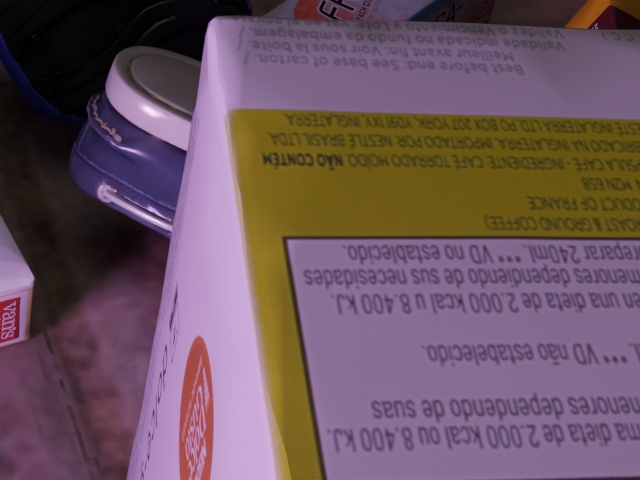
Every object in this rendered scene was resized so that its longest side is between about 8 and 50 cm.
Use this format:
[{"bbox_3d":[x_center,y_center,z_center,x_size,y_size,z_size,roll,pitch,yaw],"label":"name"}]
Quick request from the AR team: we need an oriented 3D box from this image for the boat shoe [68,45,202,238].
[{"bbox_3d":[0.000,0.000,0.816,0.254,0.079,0.095,26,30,-8],"label":"boat shoe"}]

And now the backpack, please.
[{"bbox_3d":[-0.112,-0.114,0.896,0.120,0.101,0.098,-38,99,-14],"label":"backpack"}]

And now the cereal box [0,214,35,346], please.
[{"bbox_3d":[-0.273,0.002,0.782,0.240,0.047,0.173,-16,52,-26],"label":"cereal box"}]

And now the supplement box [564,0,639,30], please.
[{"bbox_3d":[0.169,0.026,0.752,0.191,0.129,0.194,25,40,-20],"label":"supplement box"}]

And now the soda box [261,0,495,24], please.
[{"bbox_3d":[0.031,-0.122,0.963,0.058,0.063,0.183,33,48,19],"label":"soda box"}]

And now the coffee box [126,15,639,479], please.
[{"bbox_3d":[0.125,0.171,0.489,0.338,0.337,0.334,1,46,-12],"label":"coffee box"}]
